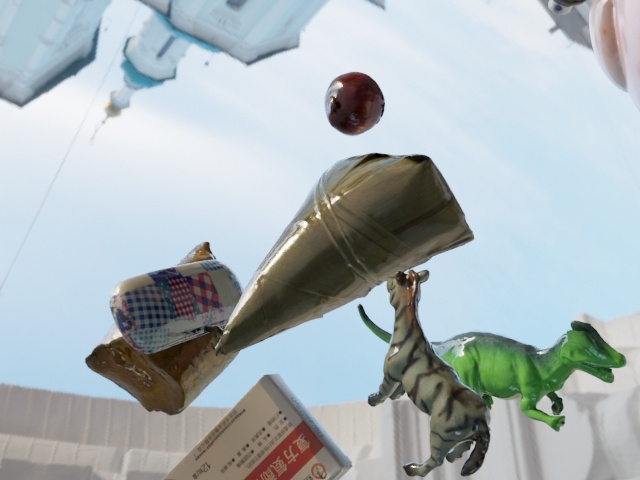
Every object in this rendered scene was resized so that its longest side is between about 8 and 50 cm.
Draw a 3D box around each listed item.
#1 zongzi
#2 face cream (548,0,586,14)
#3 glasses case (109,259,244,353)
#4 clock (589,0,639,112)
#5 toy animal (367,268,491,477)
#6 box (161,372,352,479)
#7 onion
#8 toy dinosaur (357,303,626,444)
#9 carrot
[{"bbox_3d":[0.000,0.000,1.122,0.181,0.418,0.447,55,177,-9],"label":"zongzi"},{"bbox_3d":[0.362,-0.413,0.919,0.073,0.283,0.073,2,-118,-3],"label":"face cream"},{"bbox_3d":[-0.228,0.104,1.190,0.125,0.076,0.327,62,-156,8],"label":"glasses case"},{"bbox_3d":[0.477,-0.217,0.724,0.250,0.368,0.377,15,-111,-63],"label":"clock"},{"bbox_3d":[0.117,0.175,0.885,0.089,0.170,0.255,-18,-107,-33],"label":"toy animal"},{"bbox_3d":[-0.138,0.434,1.245,0.214,0.353,0.069,47,-169,21],"label":"box"},{"bbox_3d":[0.067,-0.272,1.404,0.131,0.131,0.131,24,-132,-30],"label":"onion"},{"bbox_3d":[0.287,0.191,1.379,0.500,0.374,0.144,38,-134,20],"label":"toy dinosaur"},{"bbox_3d":[-0.296,0.199,1.491,0.241,0.241,0.341,47,-124,-7],"label":"carrot"}]
